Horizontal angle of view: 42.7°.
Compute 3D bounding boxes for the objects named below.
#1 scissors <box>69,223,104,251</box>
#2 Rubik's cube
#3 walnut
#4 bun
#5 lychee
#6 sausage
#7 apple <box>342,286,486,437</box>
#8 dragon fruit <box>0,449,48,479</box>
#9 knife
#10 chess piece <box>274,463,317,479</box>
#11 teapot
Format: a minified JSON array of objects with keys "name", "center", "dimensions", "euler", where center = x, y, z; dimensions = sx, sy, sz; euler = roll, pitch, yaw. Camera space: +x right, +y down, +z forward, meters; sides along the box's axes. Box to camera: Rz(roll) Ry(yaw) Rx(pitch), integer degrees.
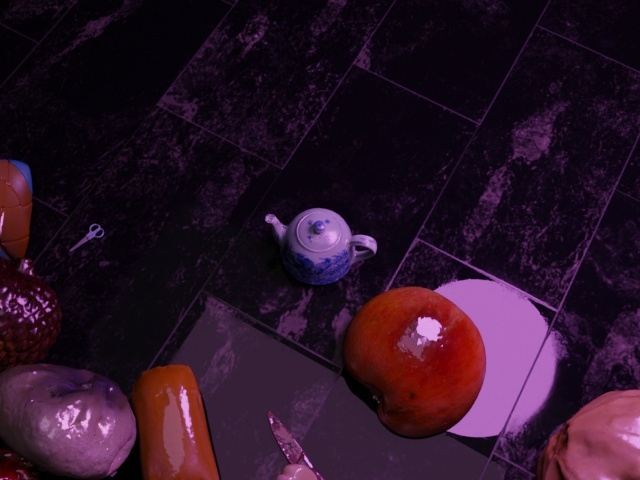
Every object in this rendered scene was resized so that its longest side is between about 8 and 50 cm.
[{"name":"scissors","center":[-0.497,-0.003,1.730],"dimensions":[0.083,0.006,0.036],"euler":[-39,71,-17]},{"name":"Rubik's cube","center":[-0.729,-0.072,1.639],"dimensions":[0.254,0.254,0.254],"euler":[1,66,-2]},{"name":"walnut","center":[0.565,0.440,1.401],"dimensions":[0.383,0.383,0.384],"euler":[1,66,-2]},{"name":"bun","center":[-0.450,0.307,1.455],"dimensions":[0.273,0.273,0.168],"euler":[27,89,10]},{"name":"lychee","center":[-0.614,0.155,1.537],"dimensions":[0.236,0.236,0.271],"euler":[24,92,8]},{"name":"sausage","center":[-0.259,0.408,1.498],"dimensions":[0.134,0.116,0.354],"euler":[-6,68,-21]},{"name":"apple","center":[0.183,0.215,1.578],"dimensions":[0.251,0.163,0.293],"euler":[-41,72,-20]},{"name":"dragon fruit","center":[-0.556,0.507,1.377],"dimensions":[0.237,0.231,0.303],"euler":[6,70,-6]},{"name":"knife","center":[-0.033,0.427,1.554],"dimensions":[0.035,0.018,0.247],"euler":[-35,69,-13]},{"name":"chess piece","center":[-0.101,0.584,1.431],"dimensions":[0.117,0.117,0.397],"euler":[19,64,6]},{"name":"teapot","center":[0.000,0.000,1.675],"dimensions":[0.232,0.159,0.159],"euler":[12,66,3]}]
